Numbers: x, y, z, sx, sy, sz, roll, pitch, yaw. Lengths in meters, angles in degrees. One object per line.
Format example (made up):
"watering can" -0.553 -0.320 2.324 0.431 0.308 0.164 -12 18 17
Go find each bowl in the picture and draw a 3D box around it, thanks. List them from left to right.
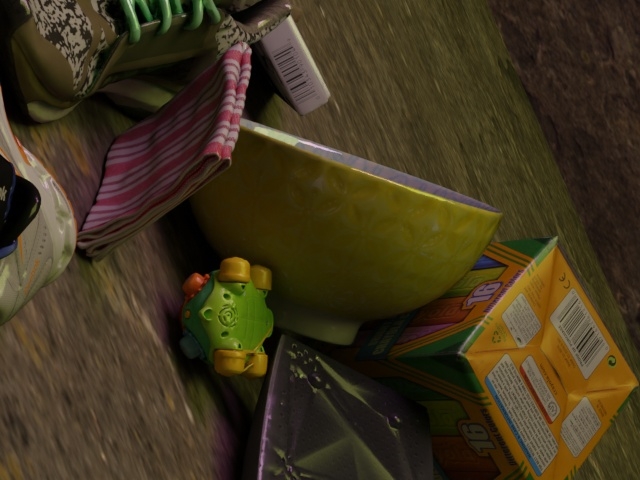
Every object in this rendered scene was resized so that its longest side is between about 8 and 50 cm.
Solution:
"bowl" 0.000 0.000 1.595 0.289 0.289 0.156 4 106 -71

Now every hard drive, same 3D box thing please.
"hard drive" 0.011 0.211 1.461 0.172 0.054 0.255 28 41 -23

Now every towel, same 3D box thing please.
"towel" -0.119 -0.075 1.416 0.029 0.144 0.197 46 24 -22

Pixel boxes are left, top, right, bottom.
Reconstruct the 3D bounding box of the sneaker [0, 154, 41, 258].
"sneaker" -0.224 0.037 0.886 0.127 0.182 0.315 22 46 -64

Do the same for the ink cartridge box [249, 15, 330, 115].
"ink cartridge box" -0.070 -0.242 1.903 0.206 0.045 0.208 62 -3 -17

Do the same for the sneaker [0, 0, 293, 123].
"sneaker" -0.139 -0.196 1.442 0.158 0.182 0.410 67 17 2

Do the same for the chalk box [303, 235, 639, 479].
"chalk box" 0.107 0.127 1.689 0.179 0.289 0.180 -46 114 -36

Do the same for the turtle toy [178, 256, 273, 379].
"turtle toy" -0.076 0.065 1.486 0.130 0.066 0.095 23 69 -70

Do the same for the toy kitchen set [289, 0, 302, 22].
"toy kitchen set" -0.049 -0.302 2.059 0.068 0.083 0.075 28 5 20

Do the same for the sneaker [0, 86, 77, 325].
"sneaker" -0.242 -0.061 1.116 0.262 0.099 0.121 59 23 -20
